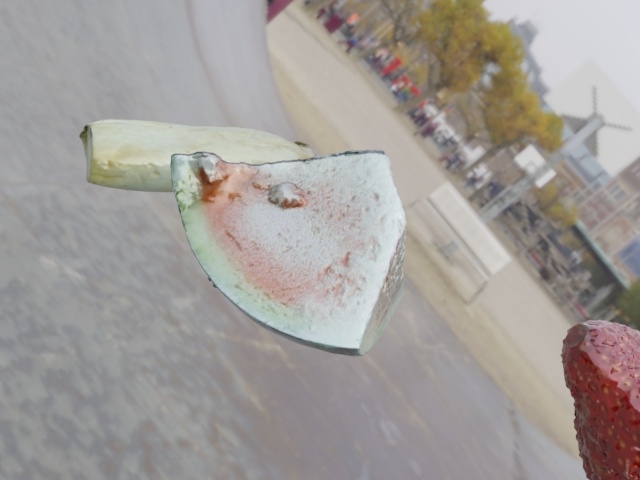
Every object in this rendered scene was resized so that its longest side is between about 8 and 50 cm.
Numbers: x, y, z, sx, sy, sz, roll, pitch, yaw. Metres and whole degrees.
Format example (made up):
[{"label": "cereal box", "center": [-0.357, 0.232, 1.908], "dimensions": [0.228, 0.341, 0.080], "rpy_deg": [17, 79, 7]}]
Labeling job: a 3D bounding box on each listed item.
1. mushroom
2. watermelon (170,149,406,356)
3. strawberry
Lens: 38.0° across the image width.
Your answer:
[{"label": "mushroom", "center": [-0.143, -0.102, 1.182], "dimensions": [0.312, 0.081, 0.100], "rpy_deg": [4, 44, -25]}, {"label": "watermelon", "center": [0.000, 0.000, 0.976], "dimensions": [0.320, 0.214, 0.289], "rpy_deg": [29, 21, -27]}, {"label": "strawberry", "center": [0.439, 0.230, 1.185], "dimensions": [0.261, 0.261, 0.258], "rpy_deg": [-104, -175, -68]}]
